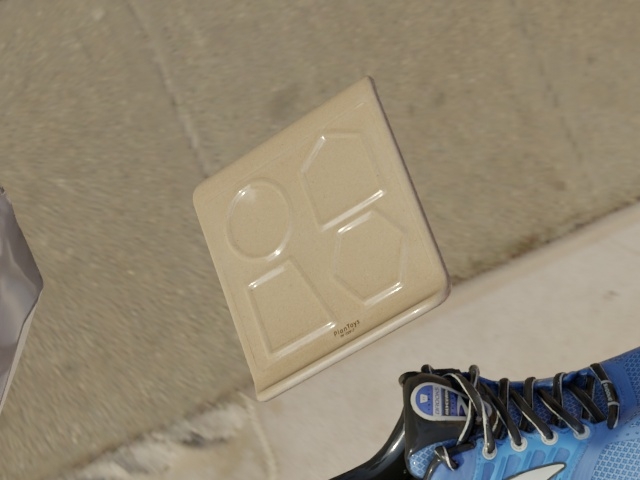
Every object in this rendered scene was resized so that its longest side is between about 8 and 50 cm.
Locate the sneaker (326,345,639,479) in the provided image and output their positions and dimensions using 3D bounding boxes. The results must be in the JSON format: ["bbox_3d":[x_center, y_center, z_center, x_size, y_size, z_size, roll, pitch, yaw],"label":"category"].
[{"bbox_3d":[0.124,0.139,1.090,0.330,0.130,0.147,-33,116,14],"label":"sneaker"}]

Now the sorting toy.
[{"bbox_3d":[0.000,0.000,1.365,0.193,0.038,0.208,-31,62,27],"label":"sorting toy"}]

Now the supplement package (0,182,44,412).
[{"bbox_3d":[-0.213,0.059,0.625,0.149,0.194,0.203,14,70,5],"label":"supplement package"}]
